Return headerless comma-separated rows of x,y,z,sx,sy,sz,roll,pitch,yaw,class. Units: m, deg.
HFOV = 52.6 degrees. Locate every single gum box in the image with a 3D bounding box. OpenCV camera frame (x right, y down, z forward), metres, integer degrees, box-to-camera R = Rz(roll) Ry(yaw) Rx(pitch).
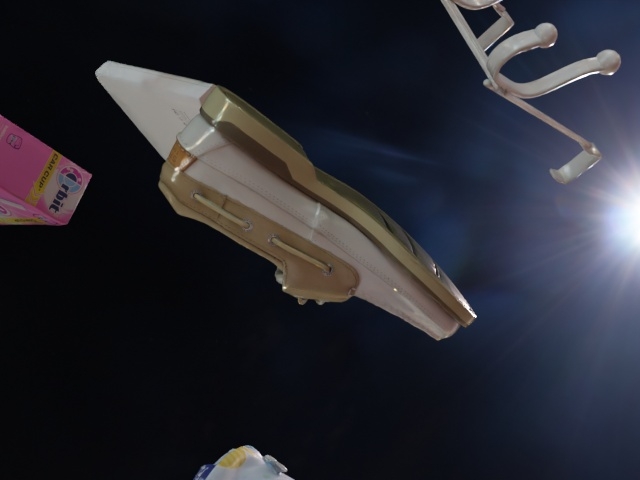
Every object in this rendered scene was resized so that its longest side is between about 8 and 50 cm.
-0.342,-0.067,0.677,0.107,0.188,0.062,38,-117,-42,gum box

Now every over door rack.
0.201,-0.218,0.660,0.108,0.239,0.324,-32,-25,21,over door rack

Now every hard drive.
-0.197,-0.165,0.965,0.040,0.307,0.203,-49,-47,-16,hard drive

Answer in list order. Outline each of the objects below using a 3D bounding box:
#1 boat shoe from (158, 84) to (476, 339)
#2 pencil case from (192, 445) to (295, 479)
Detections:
0.000,0.000,0.570,0.302,0.113,0.103,39,-80,-10,boat shoe
0.019,0.269,0.525,0.124,0.273,0.113,-49,-27,-55,pencil case
